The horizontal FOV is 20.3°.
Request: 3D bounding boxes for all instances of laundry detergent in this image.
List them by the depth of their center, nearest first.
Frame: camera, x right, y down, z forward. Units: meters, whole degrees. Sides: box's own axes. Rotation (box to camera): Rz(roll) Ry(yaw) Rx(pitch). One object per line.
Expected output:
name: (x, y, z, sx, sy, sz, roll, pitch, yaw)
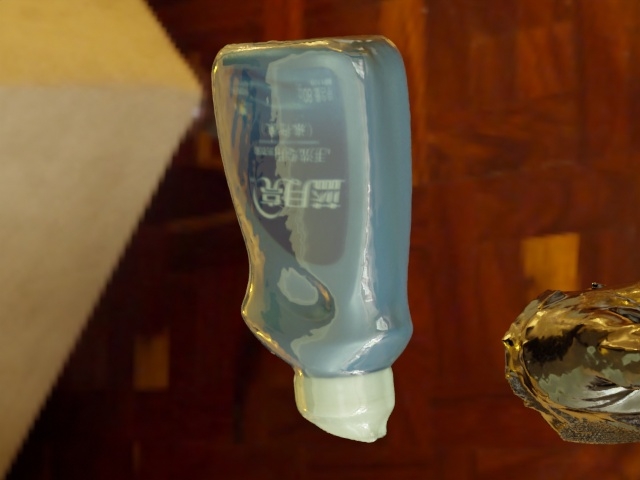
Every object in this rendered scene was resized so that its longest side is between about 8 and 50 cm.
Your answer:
laundry detergent: (0.000, 0.000, 1.277, 0.143, 0.094, 0.290, -2, 97, 32)

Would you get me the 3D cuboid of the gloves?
gloves: (0.260, 0.103, 1.224, 0.152, 0.197, 0.301, -52, 45, -5)
